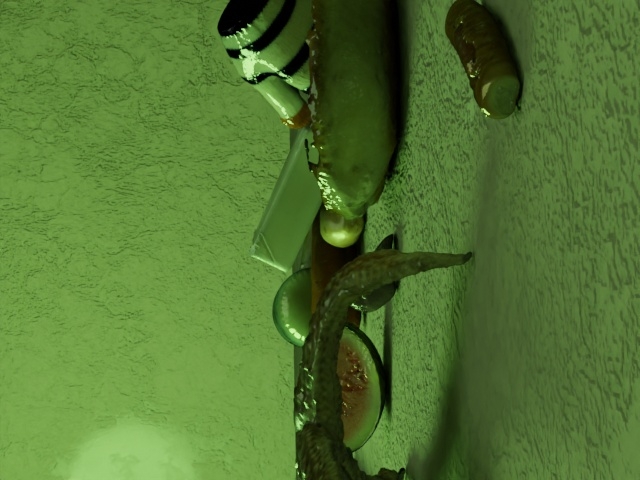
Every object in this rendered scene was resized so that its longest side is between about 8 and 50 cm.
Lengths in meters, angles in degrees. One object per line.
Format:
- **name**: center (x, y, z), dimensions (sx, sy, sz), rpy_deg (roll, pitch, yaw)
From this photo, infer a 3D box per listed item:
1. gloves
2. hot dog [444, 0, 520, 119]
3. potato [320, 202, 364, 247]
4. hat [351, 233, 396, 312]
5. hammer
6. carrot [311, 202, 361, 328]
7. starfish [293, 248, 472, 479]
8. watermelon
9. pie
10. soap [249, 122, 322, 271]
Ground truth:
- **gloves**: center (-0.014, -0.225, 1.450), dimensions (0.131, 0.218, 0.140), rpy_deg (-10, 54, 51)
- **hot dog**: center (0.098, -0.119, 0.754), dimensions (0.137, 0.028, 0.044), rpy_deg (-95, 13, -57)
- **potato**: center (0.029, -0.024, 1.536), dimensions (0.083, 0.062, 0.068), rpy_deg (-7, 113, 62)
- **hat**: center (0.062, 0.036, 1.240), dimensions (0.087, 0.042, 0.058), rpy_deg (-56, -1, -22)
- **hammer**: center (0.000, 0.000, 1.725), dimensions (0.202, 0.113, 0.306), rpy_deg (139, 138, -80)
- **carrot**: center (0.018, 0.041, 1.585), dimensions (0.067, 0.067, 0.225), rpy_deg (96, 174, -56)
- **starfish**: center (0.049, 0.189, 0.935), dimensions (0.384, 0.132, 0.398), rpy_deg (-105, 10, -55)
- **watermelon**: center (0.040, 0.157, 1.342), dimensions (0.069, 0.087, 0.163), rpy_deg (-18, -69, -62)
- **pie**: center (0.032, -0.170, 1.270), dimensions (0.315, 0.092, 0.315), rpy_deg (-1, -90, -89)
- **soap**: center (-0.030, -0.060, 1.569), dimensions (0.121, 0.063, 0.183), rpy_deg (-94, 29, -79)
